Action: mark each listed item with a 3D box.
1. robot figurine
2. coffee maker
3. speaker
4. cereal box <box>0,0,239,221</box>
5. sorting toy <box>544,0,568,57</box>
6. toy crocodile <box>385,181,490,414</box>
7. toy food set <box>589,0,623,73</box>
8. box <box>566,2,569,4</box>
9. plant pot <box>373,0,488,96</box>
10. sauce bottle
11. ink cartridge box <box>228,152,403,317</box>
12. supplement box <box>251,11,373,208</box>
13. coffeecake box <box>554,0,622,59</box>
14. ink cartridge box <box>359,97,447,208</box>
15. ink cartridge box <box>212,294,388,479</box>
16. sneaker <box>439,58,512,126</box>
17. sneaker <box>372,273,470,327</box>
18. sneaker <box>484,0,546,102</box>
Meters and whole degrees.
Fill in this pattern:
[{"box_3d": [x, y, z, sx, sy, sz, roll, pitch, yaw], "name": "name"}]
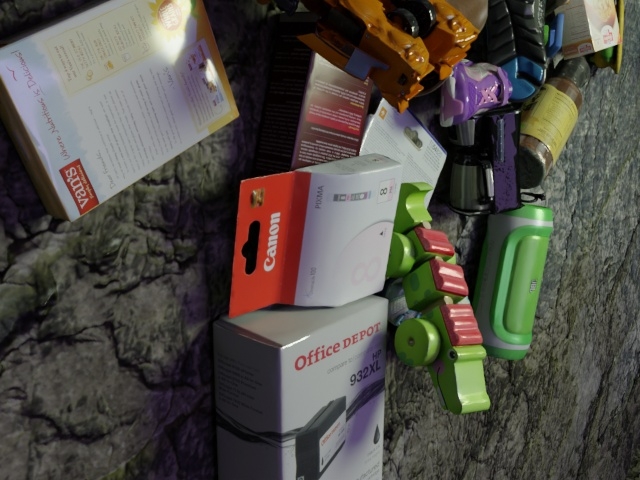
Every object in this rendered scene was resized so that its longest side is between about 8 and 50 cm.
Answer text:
[{"box_3d": [0.023, -0.276, 0.816, 0.211, 0.291, 0.085, -40, 165, -40], "name": "robot figurine"}, {"box_3d": [0.297, -0.146, 1.253, 0.171, 0.120, 0.178, -17, 113, -32], "name": "coffee maker"}, {"box_3d": [0.369, 0.075, 1.416, 0.131, 0.131, 0.297, 0, 101, -50], "name": "speaker"}, {"box_3d": [-0.200, -0.152, 0.730, 0.240, 0.047, 0.173, -40, 129, -35], "name": "cereal box"}, {"box_3d": [0.415, -0.508, 1.301, 0.196, 0.047, 0.348, -69, 164, -78], "name": "sorting toy"}, {"box_3d": [0.162, 0.075, 1.016, 0.115, 0.105, 0.341, 9, 56, -37], "name": "toy crocodile"}, {"box_3d": [0.633, -0.479, 1.616, 0.128, 0.071, 0.218, -61, 147, -55], "name": "toy food set"}, {"box_3d": [0.454, -0.513, 1.323, 0.081, 0.028, 0.136, 79, 14, -78], "name": "box"}, {"box_3d": [0.147, -0.310, 1.020, 0.165, 0.167, 0.167, -44, 132, -44], "name": "plant pot"}, {"box_3d": [0.443, -0.242, 1.414, 0.344, 0.111, 0.111, -53, 136, -36], "name": "sauce bottle"}, {"box_3d": [0.000, 0.000, 0.909, 0.232, 0.066, 0.189, -19, 126, -45], "name": "ink cartridge box"}, {"box_3d": [-0.006, -0.158, 0.938, 0.130, 0.073, 0.239, 6, 96, -50], "name": "supplement box"}, {"box_3d": [0.527, -0.468, 1.446, 0.142, 0.068, 0.186, -26, 104, -44], "name": "coffeecake box"}, {"box_3d": [0.098, -0.086, 1.106, 0.223, 0.045, 0.224, 36, 72, -49], "name": "ink cartridge box"}, {"box_3d": [-0.022, 0.234, 0.994, 0.223, 0.129, 0.308, -17, 114, -46], "name": "ink cartridge box"}, {"box_3d": [0.243, -0.234, 1.125, 0.236, 0.104, 0.095, -50, 146, -63], "name": "sneaker"}, {"box_3d": [0.181, 0.127, 1.182, 0.283, 0.110, 0.122, 20, 48, -50], "name": "sneaker"}, {"box_3d": [0.330, -0.409, 1.255, 0.139, 0.125, 0.341, -33, 126, -77], "name": "sneaker"}]
